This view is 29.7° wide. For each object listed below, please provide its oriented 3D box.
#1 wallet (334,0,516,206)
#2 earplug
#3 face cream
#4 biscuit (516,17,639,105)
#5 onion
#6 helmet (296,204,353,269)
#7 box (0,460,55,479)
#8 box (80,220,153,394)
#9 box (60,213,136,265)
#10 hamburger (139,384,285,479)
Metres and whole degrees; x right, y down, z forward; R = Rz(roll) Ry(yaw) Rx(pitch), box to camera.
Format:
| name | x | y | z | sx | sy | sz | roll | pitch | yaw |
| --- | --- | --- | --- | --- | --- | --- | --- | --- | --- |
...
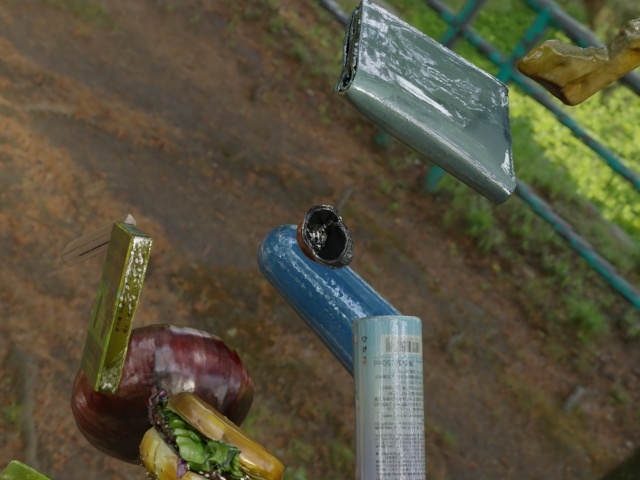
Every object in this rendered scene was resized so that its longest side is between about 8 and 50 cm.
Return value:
| name | x | y | z | sx | sy | sz | roll | pitch | yaw |
| --- | --- | --- | --- | --- | --- | --- | --- | --- | --- |
| wallet | 0.139 | -0.184 | 1.542 | 0.251 | 0.054 | 0.290 | 32 | 29 | -13 |
| earplug | 0.009 | 0.086 | 1.938 | 0.273 | 0.132 | 0.132 | 45 | 23 | -4 |
| face cream | 0.071 | 0.195 | 1.252 | 0.075 | 0.075 | 0.229 | 10 | 75 | -43 |
| biscuit | 0.381 | -0.258 | 1.673 | 0.174 | 0.183 | 0.039 | 26 | 40 | -54 |
| onion | -0.228 | 0.257 | 1.781 | 0.273 | 0.273 | 0.285 | 18 | 48 | -33 |
| helmet | 0.000 | 0.002 | 1.474 | 0.065 | 0.049 | 0.084 | -16 | 83 | -34 |
| box | -0.181 | 0.337 | 1.232 | 0.173 | 0.043 | 0.311 | 13 | -29 | 42 |
| box | -0.251 | 0.079 | 1.480 | 0.030 | 0.193 | 0.121 | 12 | 5 | -21 |
| box | -0.319 | 0.000 | 1.745 | 0.025 | 0.115 | 0.048 | 59 | 19 | -20 |
| hamburger | -0.108 | 0.217 | 1.165 | 0.164 | 0.093 | 0.189 | 36 | -9 | 12 |
